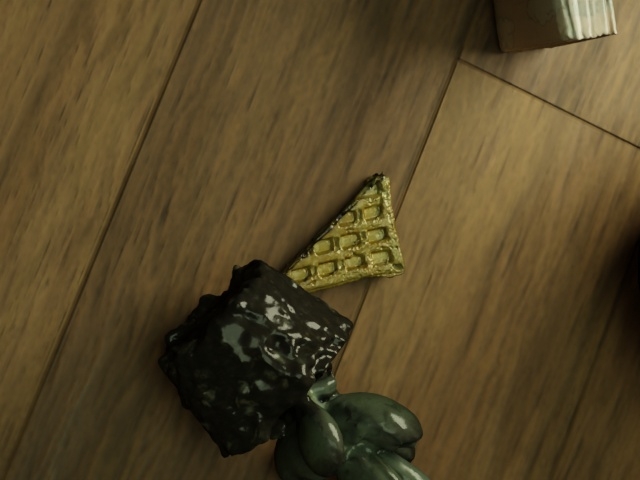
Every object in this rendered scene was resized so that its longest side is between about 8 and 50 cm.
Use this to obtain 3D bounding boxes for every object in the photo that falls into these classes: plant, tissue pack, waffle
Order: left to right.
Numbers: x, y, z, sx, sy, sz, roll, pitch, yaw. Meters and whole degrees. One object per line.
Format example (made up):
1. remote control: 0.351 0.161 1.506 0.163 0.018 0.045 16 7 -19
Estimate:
1. plant: -0.012 0.151 1.553 0.274 0.149 0.146 45 32 -18
2. waffle: 0.000 0.000 1.621 0.152 0.023 0.097 -14 94 -18
3. tissue pack: 0.190 -0.336 1.607 0.071 0.170 0.325 -10 95 -16

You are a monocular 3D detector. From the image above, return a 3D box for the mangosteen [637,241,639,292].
1. mangosteen: 0.456 0.031 1.682 0.306 0.359 0.306 -2 79 12
